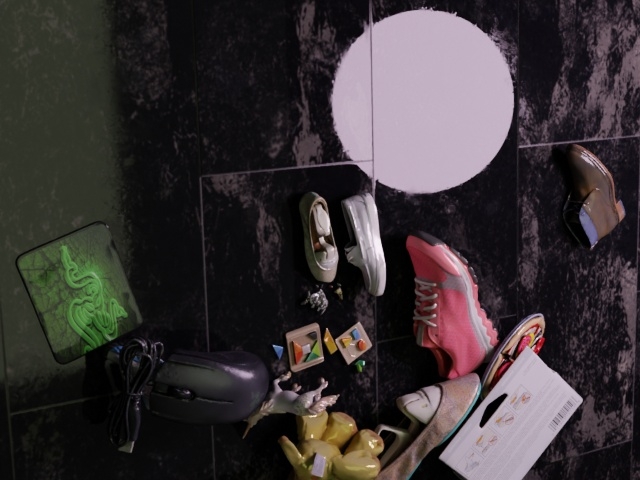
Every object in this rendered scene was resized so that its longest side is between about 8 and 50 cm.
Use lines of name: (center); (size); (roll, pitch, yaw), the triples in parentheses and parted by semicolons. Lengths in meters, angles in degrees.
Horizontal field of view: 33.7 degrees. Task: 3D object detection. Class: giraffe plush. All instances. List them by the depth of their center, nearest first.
giraffe plush: (-0.005, 0.412, 1.819); (0.210, 0.181, 0.170); (-34, 149, -61)

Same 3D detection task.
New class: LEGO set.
LEGO set: (0.006, 0.099, 1.844); (0.083, 0.023, 0.054); (-35, 114, -21)

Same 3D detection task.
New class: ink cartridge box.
ink cartridge box: (0.355, 0.352, 2.037); (0.275, 0.060, 0.239); (-51, 126, -4)

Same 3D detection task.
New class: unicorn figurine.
unicorn figurine: (-0.058, 0.274, 1.796); (0.111, 0.162, 0.060); (-46, 116, -47)

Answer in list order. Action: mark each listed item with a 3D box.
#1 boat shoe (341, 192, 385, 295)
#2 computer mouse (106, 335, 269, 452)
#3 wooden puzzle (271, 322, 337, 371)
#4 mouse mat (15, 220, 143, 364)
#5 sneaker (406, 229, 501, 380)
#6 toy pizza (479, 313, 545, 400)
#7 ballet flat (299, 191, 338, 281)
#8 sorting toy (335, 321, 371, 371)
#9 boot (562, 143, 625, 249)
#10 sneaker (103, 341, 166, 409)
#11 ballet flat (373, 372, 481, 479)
boat shoe: (0.072, 0.011, 1.848); (0.063, 0.066, 0.184); (-11, 107, -14)
computer mouse: (-0.190, 0.243, 1.654); (0.272, 0.072, 0.189); (2, 111, -34)
wooden puzzle: (-0.025, 0.187, 1.846); (0.116, 0.014, 0.079); (-25, 110, -25)
mouse mat: (-0.367, 0.081, 1.628); (0.152, 0.007, 0.190); (-27, 112, -25)
sneaker: (0.221, 0.128, 1.925); (0.136, 0.116, 0.314); (-37, 115, -19)
toy pizza: (0.374, 0.229, 2.021); (0.201, 0.032, 0.201); (-39, 149, -29)
ballet flat: (0.000, 0.000, 1.806); (0.057, 0.052, 0.168); (-24, 110, -26)
sorting toy: (0.066, 0.195, 1.903); (0.062, 0.012, 0.083); (-38, 115, -21)
boot: (0.524, -0.084, 2.089); (0.106, 0.082, 0.219); (-49, 120, -18)
sneaker: (-0.268, 0.226, 1.678); (0.190, 0.071, 0.083); (31, 88, -31)
ballet flat: (0.162, 0.347, 1.913); (0.106, 0.107, 0.316); (39, 89, -18)
